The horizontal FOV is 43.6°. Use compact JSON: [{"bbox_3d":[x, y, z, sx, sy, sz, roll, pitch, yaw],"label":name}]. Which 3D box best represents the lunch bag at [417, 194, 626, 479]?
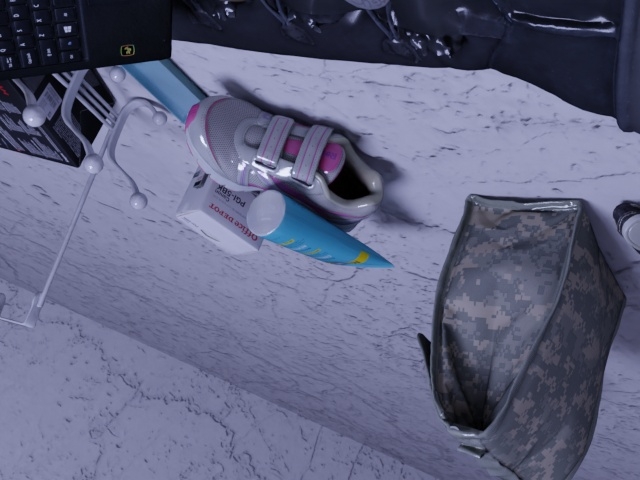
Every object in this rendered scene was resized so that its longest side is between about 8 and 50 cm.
[{"bbox_3d":[0.226,0.131,0.915,0.169,0.286,0.235,4,153,36],"label":"lunch bag"}]

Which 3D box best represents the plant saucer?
[{"bbox_3d":[-0.194,-0.197,0.908,0.067,0.018,0.192,2,151,40],"label":"plant saucer"}]

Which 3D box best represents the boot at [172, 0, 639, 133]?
[{"bbox_3d":[0.014,-0.249,0.471,0.445,0.146,0.367,22,147,29],"label":"boot"}]

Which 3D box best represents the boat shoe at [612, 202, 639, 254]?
[{"bbox_3d":[0.348,0.002,0.836,0.125,0.038,0.046,29,116,-30],"label":"boat shoe"}]

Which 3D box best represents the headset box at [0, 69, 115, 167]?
[{"bbox_3d":[-0.433,-0.216,0.962,0.294,0.110,0.218,14,156,18],"label":"headset box"}]

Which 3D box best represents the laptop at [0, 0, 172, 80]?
[{"bbox_3d":[-0.198,-0.123,0.444,0.265,0.136,0.234,-12,153,-18],"label":"laptop"}]

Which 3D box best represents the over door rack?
[{"bbox_3d":[-0.302,-0.061,0.869,0.108,0.324,0.239,25,169,22],"label":"over door rack"}]

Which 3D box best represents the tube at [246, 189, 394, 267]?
[{"bbox_3d":[0.000,0.000,0.924,0.080,0.052,0.207,7,167,39],"label":"tube"}]

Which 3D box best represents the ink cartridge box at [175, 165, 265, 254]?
[{"bbox_3d":[-0.099,-0.064,0.969,0.099,0.135,0.056,36,153,-32],"label":"ink cartridge box"}]

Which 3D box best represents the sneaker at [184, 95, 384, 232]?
[{"bbox_3d":[-0.028,-0.094,0.897,0.252,0.102,0.111,24,158,-26],"label":"sneaker"}]
